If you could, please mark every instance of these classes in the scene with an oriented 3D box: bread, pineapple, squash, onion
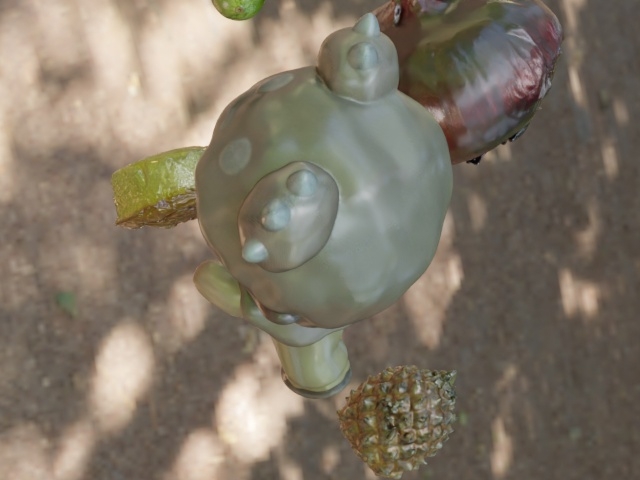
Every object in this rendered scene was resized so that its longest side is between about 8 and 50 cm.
[{"bbox_3d":[-0.171,-0.065,1.954,0.156,0.125,0.086,-13,84,-59],"label":"bread"},{"bbox_3d":[0.125,0.252,2.373,0.166,0.193,0.166,50,-2,3],"label":"pineapple"},{"bbox_3d":[-0.097,-0.324,1.834,0.066,0.066,0.201,49,26,-45],"label":"squash"},{"bbox_3d":[0.147,-0.219,1.988,0.232,0.314,0.314,64,30,-31],"label":"onion"}]

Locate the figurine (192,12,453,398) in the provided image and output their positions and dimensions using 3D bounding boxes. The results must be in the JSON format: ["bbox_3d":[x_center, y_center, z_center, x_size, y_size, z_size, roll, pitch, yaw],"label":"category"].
[{"bbox_3d":[0.000,0.000,1.381,0.380,0.203,0.248,97,19,-58],"label":"figurine"}]
